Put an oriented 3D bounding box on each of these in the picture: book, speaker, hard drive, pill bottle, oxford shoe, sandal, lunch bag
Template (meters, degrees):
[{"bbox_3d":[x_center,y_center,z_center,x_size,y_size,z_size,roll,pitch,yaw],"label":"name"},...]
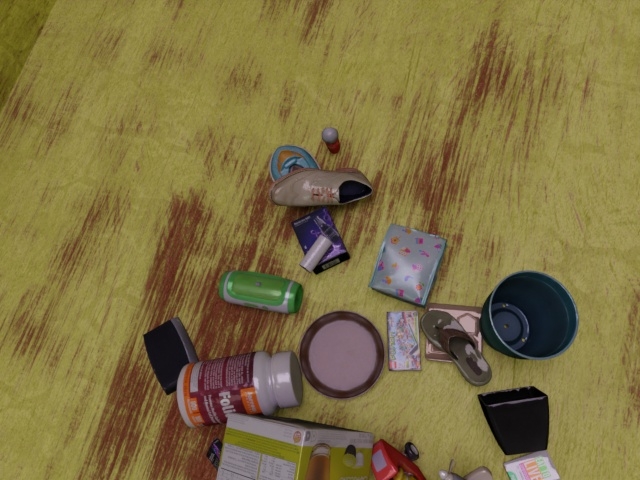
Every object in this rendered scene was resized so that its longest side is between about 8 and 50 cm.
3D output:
[{"bbox_3d":[0.670,0.733,1.687,0.144,0.035,0.096,-22,66,4],"label":"book"},{"bbox_3d":[-0.017,0.047,1.910,0.055,0.055,0.136,33,82,19],"label":"speaker"},{"bbox_3d":[-0.566,0.431,2.003,0.171,0.054,0.255,-29,69,0],"label":"hard drive"},{"bbox_3d":[-0.271,0.507,1.833,0.391,0.224,0.224,-12,70,7],"label":"pill bottle"},{"bbox_3d":[0.005,-0.193,1.976,0.396,0.141,0.146,-13,26,-15],"label":"oxford shoe"},{"bbox_3d":[-0.222,0.191,1.980,0.296,0.131,0.131,9,74,13],"label":"speaker"},{"bbox_3d":[0.462,0.348,1.779,0.120,0.086,0.303,-39,67,-7],"label":"sandal"},{"bbox_3d":[0.314,0.084,1.898,0.223,0.160,0.263,17,82,16],"label":"lunch bag"}]

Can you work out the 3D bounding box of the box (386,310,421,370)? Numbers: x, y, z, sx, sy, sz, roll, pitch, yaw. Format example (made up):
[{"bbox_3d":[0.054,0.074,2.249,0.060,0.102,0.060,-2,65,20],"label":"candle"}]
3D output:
[{"bbox_3d":[0.294,0.356,1.876,0.114,0.036,0.207,-4,72,10],"label":"box"}]

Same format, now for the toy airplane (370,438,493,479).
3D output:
[{"bbox_3d":[0.304,0.830,1.591,0.384,0.272,0.387,6,90,23],"label":"toy airplane"}]

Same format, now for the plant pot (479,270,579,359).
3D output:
[{"bbox_3d":[0.639,0.262,1.713,0.271,0.255,0.272,0,71,-1],"label":"plant pot"}]

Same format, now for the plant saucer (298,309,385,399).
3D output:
[{"bbox_3d":[0.078,0.407,1.894,0.310,0.050,0.311,-3,71,10],"label":"plant saucer"}]

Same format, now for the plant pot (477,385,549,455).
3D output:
[{"bbox_3d":[0.618,0.571,1.676,0.188,0.187,0.167,-10,82,7],"label":"plant pot"}]

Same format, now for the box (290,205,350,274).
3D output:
[{"bbox_3d":[0.000,0.000,2.010,0.153,0.108,0.207,-27,70,2],"label":"box"}]

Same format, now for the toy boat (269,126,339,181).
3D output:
[{"bbox_3d":[-0.054,-0.320,2.103,0.318,0.148,0.267,-39,69,-3],"label":"toy boat"}]

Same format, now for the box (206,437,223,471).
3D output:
[{"bbox_3d":[-0.327,0.770,1.822,0.162,0.116,0.029,44,44,19],"label":"box"}]

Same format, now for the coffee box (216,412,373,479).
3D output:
[{"bbox_3d":[-0.081,0.724,1.603,0.338,0.337,0.335,-6,69,41],"label":"coffee box"}]

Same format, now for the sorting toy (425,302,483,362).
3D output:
[{"bbox_3d":[0.468,0.327,1.857,0.192,0.038,0.209,4,68,12],"label":"sorting toy"}]
